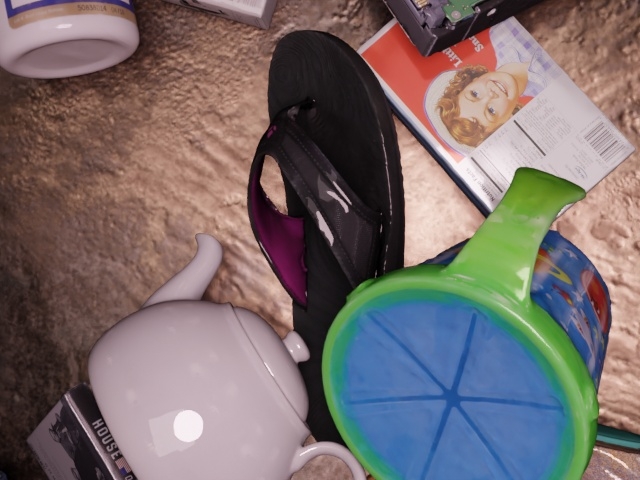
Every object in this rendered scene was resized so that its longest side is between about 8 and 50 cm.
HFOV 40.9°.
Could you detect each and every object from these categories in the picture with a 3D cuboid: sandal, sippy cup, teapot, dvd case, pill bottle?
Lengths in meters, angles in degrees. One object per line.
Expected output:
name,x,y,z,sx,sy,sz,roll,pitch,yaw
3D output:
sandal,0.002,0.001,0.863,0.167,0.107,0.446,-10,87,46
sippy cup,0.154,0.096,0.774,0.305,0.224,0.240,-37,88,38
teapot,-0.090,0.156,0.841,0.187,0.252,0.256,-31,112,-5
dvd case,-0.225,0.249,0.863,0.029,0.238,0.179,-29,84,-33
pill bottle,-0.292,-0.321,0.915,0.153,0.153,0.265,-12,87,5

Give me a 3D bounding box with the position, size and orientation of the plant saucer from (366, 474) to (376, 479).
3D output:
plant saucer,0.116,0.331,0.911,0.199,0.037,0.200,0,88,6

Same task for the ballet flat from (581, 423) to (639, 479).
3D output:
ballet flat,0.342,0.248,0.866,0.316,0.107,0.106,9,93,16

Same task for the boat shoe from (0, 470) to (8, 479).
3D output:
boat shoe,-0.463,0.252,0.944,0.258,0.109,0.089,14,107,-8

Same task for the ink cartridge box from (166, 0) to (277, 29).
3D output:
ink cartridge box,-0.110,-0.302,0.945,0.135,0.056,0.099,17,89,5

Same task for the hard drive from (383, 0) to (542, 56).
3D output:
hard drive,0.184,-0.350,0.856,0.339,0.064,0.237,-29,79,-16

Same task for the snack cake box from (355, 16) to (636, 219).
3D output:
snack cake box,0.175,-0.137,0.896,0.152,0.089,0.264,-41,85,5
